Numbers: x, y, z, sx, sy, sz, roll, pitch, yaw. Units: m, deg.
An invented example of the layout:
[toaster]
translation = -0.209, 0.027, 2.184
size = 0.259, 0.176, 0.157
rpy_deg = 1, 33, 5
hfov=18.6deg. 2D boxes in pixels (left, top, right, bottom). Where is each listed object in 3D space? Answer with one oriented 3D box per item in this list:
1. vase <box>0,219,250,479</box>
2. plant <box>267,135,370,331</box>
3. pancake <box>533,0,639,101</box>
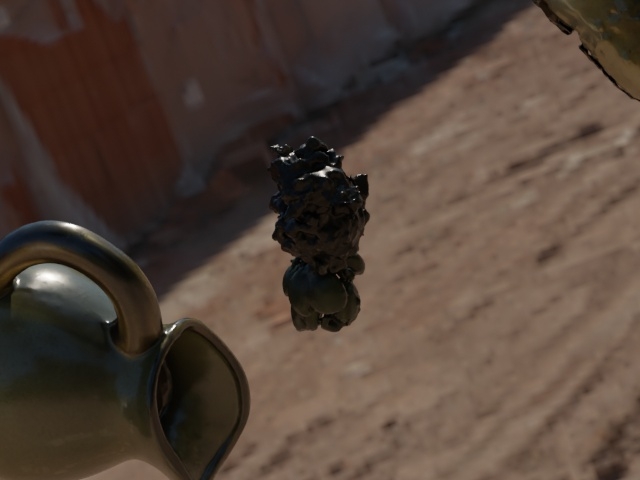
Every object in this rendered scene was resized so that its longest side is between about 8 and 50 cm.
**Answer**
[vase]
translation = -0.248, 0.116, 2.031
size = 0.302, 0.329, 0.241
rpy_deg = 10, 41, 17
[plant]
translation = 0.000, 0.000, 1.454
size = 0.085, 0.174, 0.087
rpy_deg = 22, 45, 30
[pancake]
translation = 0.305, -0.248, 1.556
size = 0.382, 0.382, 0.071
rpy_deg = -29, -6, -36
